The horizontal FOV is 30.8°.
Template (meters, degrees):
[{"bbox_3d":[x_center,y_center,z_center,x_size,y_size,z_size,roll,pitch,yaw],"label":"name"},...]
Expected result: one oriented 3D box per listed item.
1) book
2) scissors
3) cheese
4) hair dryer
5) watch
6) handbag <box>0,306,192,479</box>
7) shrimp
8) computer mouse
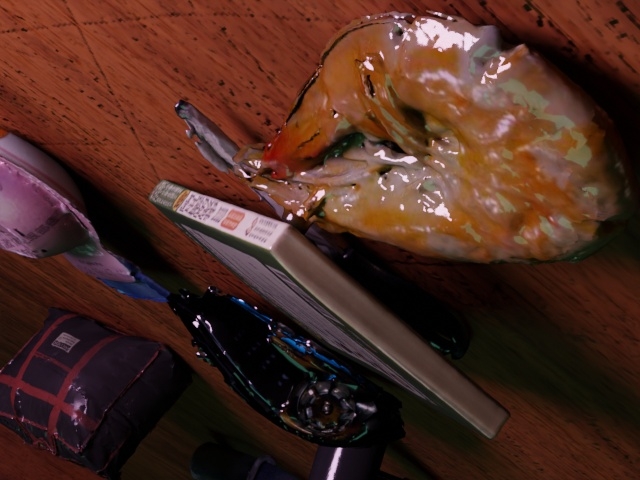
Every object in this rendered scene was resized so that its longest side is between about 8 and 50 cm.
[{"bbox_3d":[-0.006,0.039,0.804,0.202,0.027,0.264,40,172,-23],"label":"book"},{"bbox_3d":[0.000,0.000,0.798,0.109,0.022,0.300,9,154,48],"label":"scissors"},{"bbox_3d":[-0.247,-0.020,1.017,0.189,0.074,0.286,4,151,50],"label":"cheese"},{"bbox_3d":[0.089,0.290,1.239,0.255,0.128,0.070,30,161,-31],"label":"hair dryer"},{"bbox_3d":[-0.087,0.359,1.689,0.193,0.068,0.206,18,160,20],"label":"watch"},{"bbox_3d":[-0.287,0.185,1.402,0.215,0.169,0.155,15,154,36],"label":"handbag"},{"bbox_3d":[0.035,-0.047,0.611,0.294,0.062,0.154,-4,129,50],"label":"shrimp"},{"bbox_3d":[-0.033,0.117,1.003,0.242,0.077,0.146,33,171,-2],"label":"computer mouse"}]
